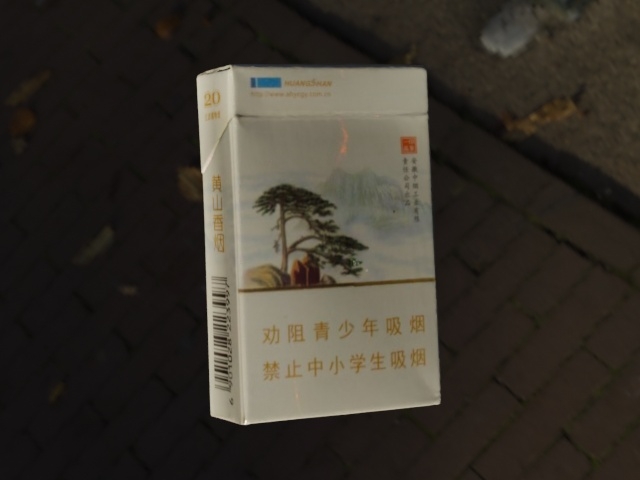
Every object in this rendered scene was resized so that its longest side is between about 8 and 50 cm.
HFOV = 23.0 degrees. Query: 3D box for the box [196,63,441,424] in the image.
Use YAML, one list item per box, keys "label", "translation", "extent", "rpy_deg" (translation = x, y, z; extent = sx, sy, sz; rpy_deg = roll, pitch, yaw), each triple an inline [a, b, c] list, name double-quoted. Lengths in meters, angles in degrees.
- label: "box"
  translation: [0.000, -0.001, 1.049]
  extent: [0.067, 0.149, 0.233]
  rpy_deg: [0, 92, 62]
